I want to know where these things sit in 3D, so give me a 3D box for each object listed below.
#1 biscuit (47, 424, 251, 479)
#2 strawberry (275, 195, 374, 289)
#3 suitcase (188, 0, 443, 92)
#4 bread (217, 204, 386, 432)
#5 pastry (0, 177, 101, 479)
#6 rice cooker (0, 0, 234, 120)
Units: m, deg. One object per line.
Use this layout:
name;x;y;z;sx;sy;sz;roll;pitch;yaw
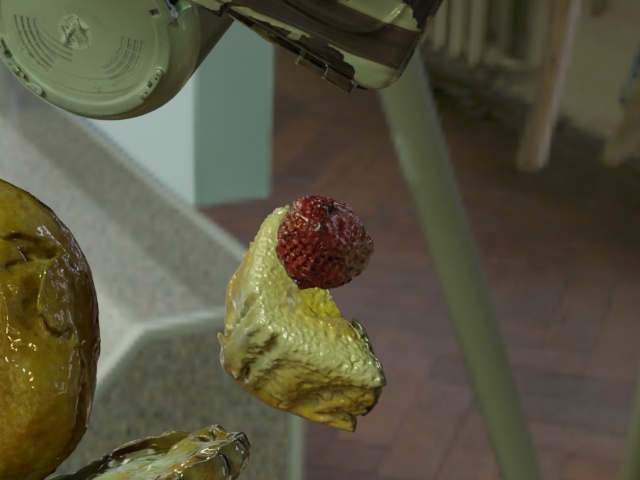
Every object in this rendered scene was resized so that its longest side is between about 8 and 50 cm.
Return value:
biscuit;-0.228;0.262;1.590;0.335;0.078;0.329;-23;2;-25
strawberry;0.000;0.000;1.423;0.083;0.096;0.083;-8;54;11
suitcase;0.008;-0.387;2.039;0.351;0.339;0.194;28;5;-22
bread;-0.045;0.105;1.866;0.133;0.174;0.252;-20;73;-32
pastry;-0.374;0.096;1.658;0.356;0.356;0.164;3;6;5
rice cooker;-0.269;-0.363;2.293;0.335;0.335;0.325;8;35;16
